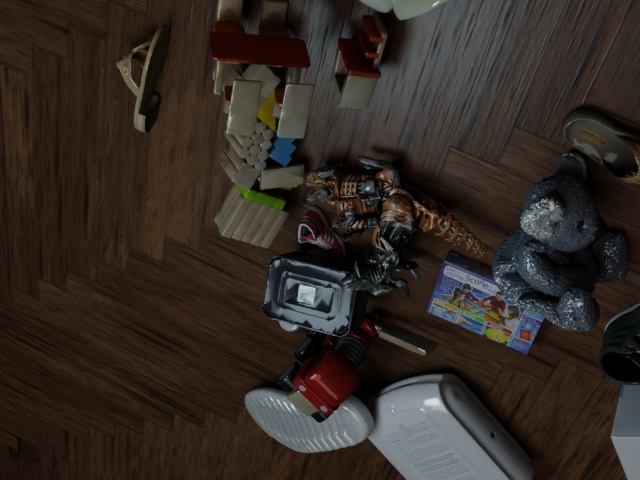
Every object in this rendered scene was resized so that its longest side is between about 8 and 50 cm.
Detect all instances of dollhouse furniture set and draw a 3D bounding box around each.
[{"bbox_3d":[-0.041,-0.288,1.380,0.259,0.262,0.135,2,132,-14],"label":"dollhouse furniture set"}]

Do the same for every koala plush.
[{"bbox_3d":[0.364,-0.011,1.396,0.203,0.196,0.221,19,136,29],"label":"koala plush"}]

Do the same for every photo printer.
[{"bbox_3d":[0.246,0.409,1.843,0.307,0.107,0.256,48,134,-11],"label":"photo printer"}]

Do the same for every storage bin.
[{"bbox_3d":[-0.007,0.098,1.685,0.180,0.084,0.122,13,100,20],"label":"storage bin"}]

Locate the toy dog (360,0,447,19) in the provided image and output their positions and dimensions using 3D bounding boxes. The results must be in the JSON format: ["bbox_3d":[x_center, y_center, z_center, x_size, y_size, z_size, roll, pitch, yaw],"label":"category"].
[{"bbox_3d":[0.065,-0.519,1.142,0.408,0.284,0.395,52,166,-17],"label":"toy dog"}]

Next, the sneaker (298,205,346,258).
[{"bbox_3d":[0.000,0.000,1.688,0.042,0.067,0.118,-20,113,39],"label":"sneaker"}]

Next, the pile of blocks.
[{"bbox_3d":[-0.114,-0.164,1.618,0.112,0.149,0.362,-127,38,-48],"label":"pile of blocks"}]

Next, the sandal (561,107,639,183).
[{"bbox_3d":[0.459,-0.126,1.334,0.219,0.060,0.090,28,134,7],"label":"sandal"}]

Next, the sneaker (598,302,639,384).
[{"bbox_3d":[0.557,0.134,1.424,0.104,0.147,0.296,40,133,-2],"label":"sneaker"}]

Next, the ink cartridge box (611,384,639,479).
[{"bbox_3d":[0.638,0.357,1.518,0.197,0.198,0.270,-9,120,34],"label":"ink cartridge box"}]

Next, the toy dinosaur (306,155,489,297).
[{"bbox_3d":[0.119,-0.025,1.556,0.322,0.164,0.218,30,121,36],"label":"toy dinosaur"}]

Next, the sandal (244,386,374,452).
[{"bbox_3d":[-0.013,0.378,1.963,0.416,0.102,0.169,-8,114,52],"label":"sandal"}]

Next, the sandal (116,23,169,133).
[{"bbox_3d":[-0.335,-0.299,1.629,0.079,0.088,0.240,23,138,4],"label":"sandal"}]

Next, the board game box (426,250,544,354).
[{"bbox_3d":[0.305,0.113,1.627,0.201,0.035,0.136,23,133,12],"label":"board game box"}]

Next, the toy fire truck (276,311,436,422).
[{"bbox_3d":[0.073,0.226,1.721,0.158,0.217,0.246,45,133,-8],"label":"toy fire truck"}]

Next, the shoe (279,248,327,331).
[{"bbox_3d":[-0.022,0.096,1.783,0.063,0.081,0.178,28,105,22],"label":"shoe"}]
